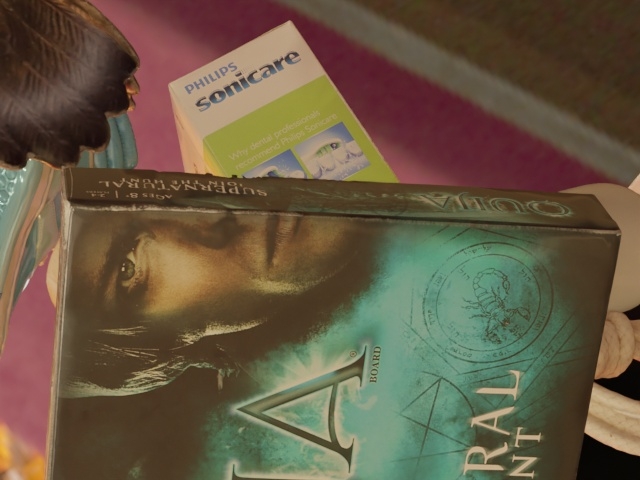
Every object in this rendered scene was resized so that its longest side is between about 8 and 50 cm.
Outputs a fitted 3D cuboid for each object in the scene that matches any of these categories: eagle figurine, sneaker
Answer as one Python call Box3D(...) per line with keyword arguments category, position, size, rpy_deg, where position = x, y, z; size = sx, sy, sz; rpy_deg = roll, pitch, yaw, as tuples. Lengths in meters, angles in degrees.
Box3D(category="eagle figurine", position=(-0.197, -0.177, 0.909), size=(0.225, 0.226, 0.298), rpy_deg=(2, 109, 45))
Box3D(category="sneaker", position=(-0.242, -0.001, 1.523), size=(0.127, 0.208, 0.319), rpy_deg=(36, 120, 13))

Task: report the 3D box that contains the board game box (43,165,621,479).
Box3D(category="board game box", position=(-0.006, 0.076, 0.458), size=(0.026, 0.126, 0.186), rpy_deg=(-112, 26, -66))

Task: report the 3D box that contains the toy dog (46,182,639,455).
Box3D(category="toy dog", position=(0.023, 0.069, 0.986), size=(0.220, 0.333, 0.161), rpy_deg=(-101, 20, -48))

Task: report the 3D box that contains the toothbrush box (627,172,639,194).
Box3D(category="toothbrush box", position=(0.382, -0.061, 1.648), size=(0.126, 0.295, 0.216), rpy_deg=(48, 152, 11))

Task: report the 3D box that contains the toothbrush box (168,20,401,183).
Box3D(category="toothbrush box", position=(0.000, 0.000, 1.554), size=(0.283, 0.122, 0.206), rpy_deg=(56, 168, 22))

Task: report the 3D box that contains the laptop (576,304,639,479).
Box3D(category="laptop", position=(0.218, 0.138, 1.099), size=(0.264, 0.234, 0.136), rpy_deg=(38, 145, -19))
